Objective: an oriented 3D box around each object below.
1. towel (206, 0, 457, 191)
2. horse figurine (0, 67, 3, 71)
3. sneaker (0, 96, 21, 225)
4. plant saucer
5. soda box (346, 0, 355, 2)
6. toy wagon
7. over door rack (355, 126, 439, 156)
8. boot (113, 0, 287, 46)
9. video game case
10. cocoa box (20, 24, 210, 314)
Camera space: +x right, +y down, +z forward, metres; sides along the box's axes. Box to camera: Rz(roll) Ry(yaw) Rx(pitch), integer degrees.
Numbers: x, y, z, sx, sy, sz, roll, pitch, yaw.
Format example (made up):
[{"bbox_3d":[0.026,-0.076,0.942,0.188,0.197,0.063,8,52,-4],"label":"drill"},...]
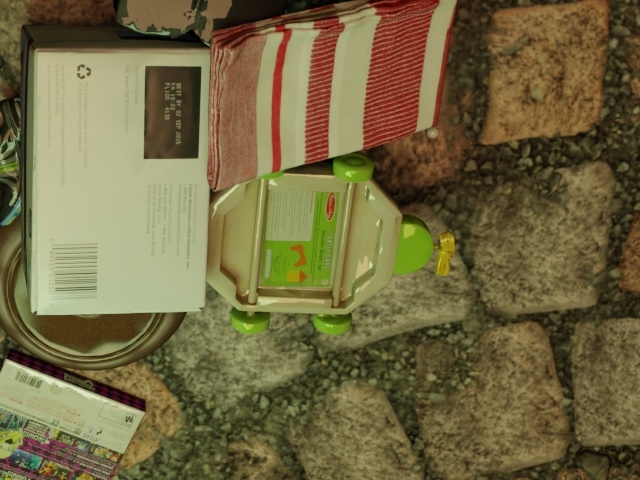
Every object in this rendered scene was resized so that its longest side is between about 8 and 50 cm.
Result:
[{"bbox_3d":[0.016,-0.188,1.635,0.329,0.037,0.237,-17,139,-21],"label":"towel"},{"bbox_3d":[-0.543,-0.211,1.747,0.263,0.174,0.066,-31,153,7],"label":"horse figurine"},{"bbox_3d":[-0.435,-0.113,1.860,0.078,0.067,0.188,12,109,0],"label":"sneaker"},{"bbox_3d":[-0.344,0.067,1.954,0.311,0.050,0.310,-1,114,-3],"label":"plant saucer"},{"bbox_3d":[0.028,-0.285,1.819,0.169,0.060,0.053,-27,121,8],"label":"soda box"},{"bbox_3d":[0.011,0.004,1.811,0.344,0.068,0.267,2,121,-10],"label":"toy wagon"},{"bbox_3d":[0.015,-0.195,1.775,0.239,0.108,0.324,-23,142,5],"label":"over door rack"},{"bbox_3d":[-0.017,-0.417,1.514,0.367,0.146,0.445,17,107,-4],"label":"boot"},{"bbox_3d":[-0.418,0.300,2.054,0.232,0.042,0.210,23,110,-14],"label":"video game case"},{"bbox_3d":[-0.276,-0.100,1.746,0.231,0.228,0.347,-1,107,-17],"label":"cocoa box"}]
